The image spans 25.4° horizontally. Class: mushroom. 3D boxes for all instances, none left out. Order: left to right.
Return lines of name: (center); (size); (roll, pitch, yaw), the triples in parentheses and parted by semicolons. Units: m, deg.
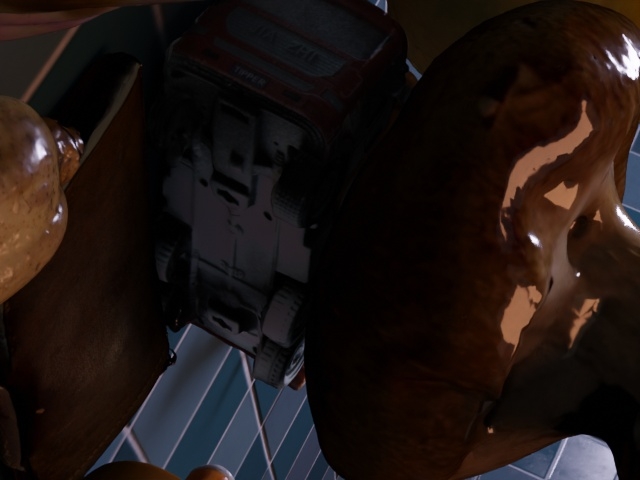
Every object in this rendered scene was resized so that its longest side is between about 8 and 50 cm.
mushroom: (0.107, 0.027, 0.729); (0.267, 0.254, 0.267); (-43, -171, 8)

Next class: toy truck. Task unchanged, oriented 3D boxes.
toy truck: (-0.021, -0.023, 0.779); (0.135, 0.114, 0.270); (-53, 164, -33)

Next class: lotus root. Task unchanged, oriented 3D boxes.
lotus root: (-0.127, -0.009, 0.474); (0.152, 0.063, 0.072); (-42, 127, -48)

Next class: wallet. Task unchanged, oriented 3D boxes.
wallet: (-0.117, 0.037, 0.682); (0.137, 0.031, 0.255); (-57, 165, -31)

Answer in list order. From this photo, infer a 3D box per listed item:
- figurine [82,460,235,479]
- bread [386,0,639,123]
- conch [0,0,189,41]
figurine: (-0.122, 0.214, 0.763); (0.271, 0.143, 0.143); (-44, 156, -63)
bread: (0.185, -0.200, 0.873); (0.320, 0.321, 0.237); (75, 17, -71)
conch: (0.003, -0.206, 0.356); (0.249, 0.197, 0.368); (-7, 117, -52)
